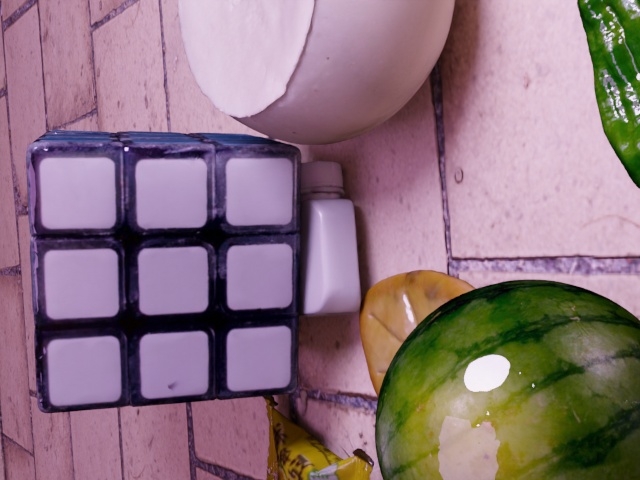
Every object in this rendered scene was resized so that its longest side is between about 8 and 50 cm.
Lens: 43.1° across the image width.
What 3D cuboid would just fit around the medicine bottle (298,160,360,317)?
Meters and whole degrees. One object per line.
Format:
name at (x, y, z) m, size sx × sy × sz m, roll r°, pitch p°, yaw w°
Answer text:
medicine bottle at (0.000, 0.000, 0.980) m, size 0.119 × 0.069 × 0.183 m, roll 156°, pitch 110°, yaw -68°

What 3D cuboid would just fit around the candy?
candy at (-0.011, 0.316, 1.035) m, size 0.297 × 0.081 × 0.187 m, roll -163°, pitch 72°, yaw -64°

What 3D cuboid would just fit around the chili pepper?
chili pepper at (0.256, -0.109, 0.612) m, size 0.100 × 0.074 × 0.257 m, roll -45°, pitch 57°, yaw 47°

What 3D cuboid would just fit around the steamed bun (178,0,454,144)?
steamed bun at (0.000, -0.258, 0.842) m, size 0.324 × 0.206 × 0.324 m, roll 15°, pitch 108°, yaw 55°

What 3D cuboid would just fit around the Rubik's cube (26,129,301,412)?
Rubik's cube at (-0.200, 0.017, 1.020) m, size 0.305 × 0.301 × 0.304 m, roll -146°, pitch 56°, yaw -69°

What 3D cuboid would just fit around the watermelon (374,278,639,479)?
watermelon at (0.164, 0.150, 0.633) m, size 0.242 × 0.242 × 0.242 m, roll 9°, pitch 101°, yaw 54°

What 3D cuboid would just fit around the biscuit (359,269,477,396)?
biscuit at (0.113, 0.129, 0.863) m, size 0.260 × 0.041 × 0.203 m, roll 43°, pitch 127°, yaw 50°
